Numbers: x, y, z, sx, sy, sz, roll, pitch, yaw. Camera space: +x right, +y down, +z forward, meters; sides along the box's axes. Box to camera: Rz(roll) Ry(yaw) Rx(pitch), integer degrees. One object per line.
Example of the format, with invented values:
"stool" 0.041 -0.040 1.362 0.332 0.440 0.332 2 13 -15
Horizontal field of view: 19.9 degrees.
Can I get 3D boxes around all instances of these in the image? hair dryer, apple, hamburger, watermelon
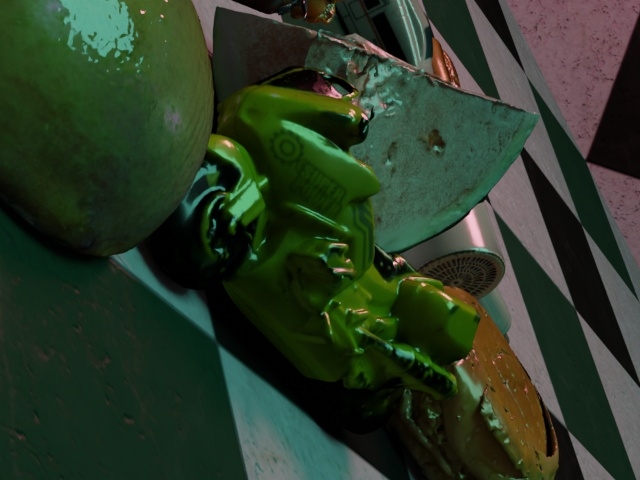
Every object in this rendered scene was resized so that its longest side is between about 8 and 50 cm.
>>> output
"hair dryer" 0.152 0.035 1.955 0.357 0.107 0.173 59 14 -55
"apple" -0.142 -0.097 1.094 0.265 0.120 0.193 48 34 -41
"hamburger" 0.129 0.150 1.639 0.214 0.108 0.214 51 19 -26
"watermelon" 0.043 -0.100 1.542 0.305 0.180 0.224 10 59 -47

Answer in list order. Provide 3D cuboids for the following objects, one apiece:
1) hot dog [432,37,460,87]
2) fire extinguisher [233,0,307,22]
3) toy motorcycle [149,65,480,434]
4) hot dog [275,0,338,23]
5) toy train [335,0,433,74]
"hot dog" 0.143 -0.212 2.352 0.090 0.060 0.140 46 30 -60
"fire extinguisher" -0.077 -0.216 1.448 0.158 0.043 0.064 22 37 4
"toy motorcycle" -0.002 0.000 1.352 0.142 0.206 0.342 18 -19 40
"hot dog" -0.051 -0.226 1.524 0.072 0.188 0.055 -32 138 -45
"toy train" 0.058 -0.297 2.134 0.407 0.088 0.086 65 14 -4
